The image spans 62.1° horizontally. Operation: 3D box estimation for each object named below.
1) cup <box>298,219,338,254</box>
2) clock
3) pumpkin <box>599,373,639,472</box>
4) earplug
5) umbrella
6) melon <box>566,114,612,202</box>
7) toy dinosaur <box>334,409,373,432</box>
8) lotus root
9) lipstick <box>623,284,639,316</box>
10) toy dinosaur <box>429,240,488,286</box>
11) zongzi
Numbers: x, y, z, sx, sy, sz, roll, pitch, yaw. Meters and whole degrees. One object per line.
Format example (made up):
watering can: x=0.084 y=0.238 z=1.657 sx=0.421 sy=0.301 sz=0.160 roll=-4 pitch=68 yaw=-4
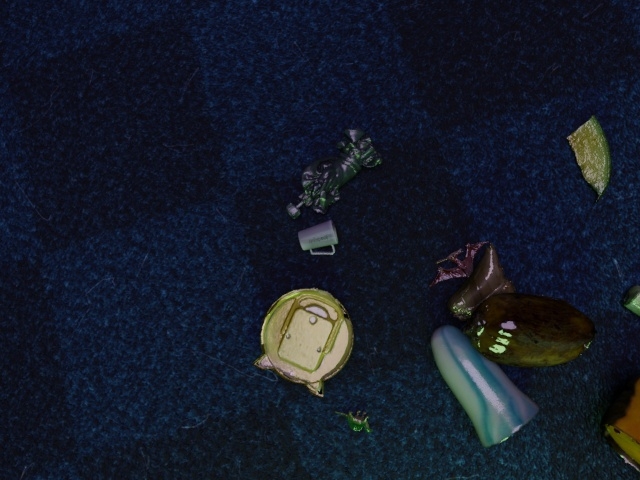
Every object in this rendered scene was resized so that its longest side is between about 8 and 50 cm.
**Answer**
cup: x=0.000 y=0.000 z=1.624 sx=0.116 sy=0.074 sz=0.104 roll=-17 pitch=108 yaw=7
clock: x=-0.040 y=0.287 z=1.572 sx=0.277 sy=0.071 sz=0.294 roll=28 pitch=84 yaw=14
pumpkin: x=0.885 y=0.500 z=1.352 sx=0.225 sy=0.256 sz=0.303 roll=-40 pitch=102 yaw=-6
earplug: x=0.421 y=0.376 z=1.465 sx=0.185 sy=0.185 sz=0.324 roll=-36 pitch=75 yaw=-1
umbrella: x=0.031 y=-0.196 z=1.636 sx=0.348 sy=0.094 sz=0.143 roll=-40 pitch=75 yaw=0
melon: x=0.810 y=-0.244 z=1.585 sx=0.113 sy=0.053 sz=0.262 roll=-9 pitch=79 yaw=12
toy dinosaur: x=0.097 y=0.524 z=1.545 sx=0.119 sy=0.029 sz=0.061 roll=10 pitch=97 yaw=9
lotus root: x=0.559 y=0.244 z=1.426 sx=0.397 sy=0.179 sz=0.196 roll=10 pitch=105 yaw=-17
lipstick: x=0.991 y=0.238 z=1.473 sx=0.304 sy=0.076 sz=0.076 roll=37 pitch=86 yaw=10
toy dinosaur: x=0.417 y=0.076 z=1.581 sx=0.220 sy=0.032 sz=0.108 roll=-40 pitch=82 yaw=1
zongzi: x=0.438 y=0.121 z=1.505 sx=0.194 sy=0.099 sz=0.197 roll=-26 pitch=112 yaw=4
